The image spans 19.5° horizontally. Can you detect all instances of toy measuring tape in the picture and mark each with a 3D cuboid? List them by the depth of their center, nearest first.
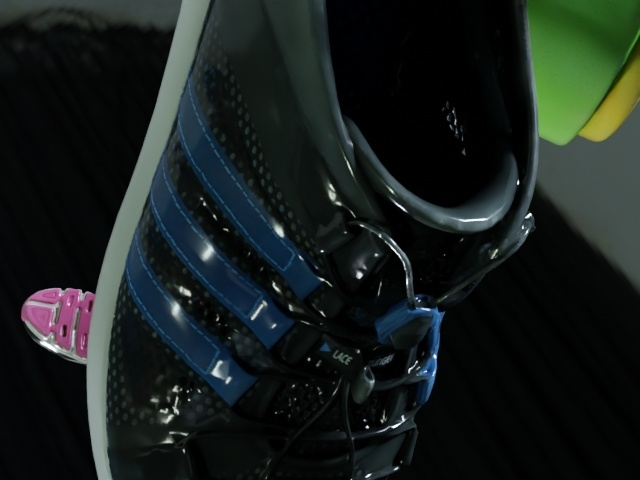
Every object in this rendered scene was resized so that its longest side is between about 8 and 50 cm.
[{"bbox_3d":[0.074,-0.073,0.508,0.121,0.121,0.330,-39,-173,12],"label":"toy measuring tape"}]

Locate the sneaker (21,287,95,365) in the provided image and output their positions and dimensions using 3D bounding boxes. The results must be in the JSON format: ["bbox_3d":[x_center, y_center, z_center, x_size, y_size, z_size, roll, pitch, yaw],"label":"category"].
[{"bbox_3d":[-0.190,0.094,1.639,0.170,0.063,0.075,19,150,-25],"label":"sneaker"}]

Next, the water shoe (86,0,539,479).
[{"bbox_3d":[0.000,0.000,0.382,0.073,0.080,0.203,-1,105,-27],"label":"water shoe"}]
